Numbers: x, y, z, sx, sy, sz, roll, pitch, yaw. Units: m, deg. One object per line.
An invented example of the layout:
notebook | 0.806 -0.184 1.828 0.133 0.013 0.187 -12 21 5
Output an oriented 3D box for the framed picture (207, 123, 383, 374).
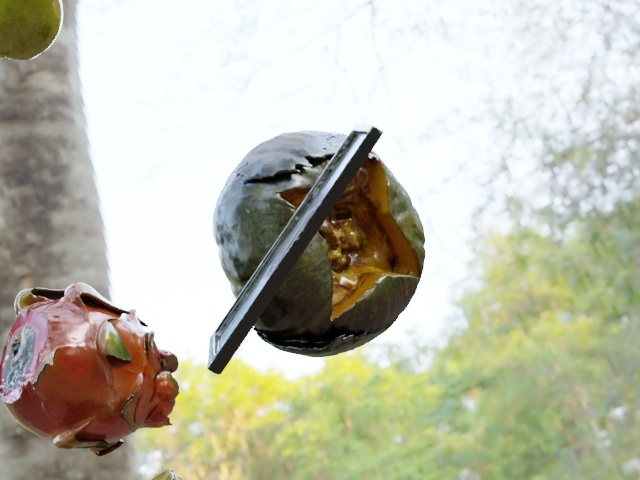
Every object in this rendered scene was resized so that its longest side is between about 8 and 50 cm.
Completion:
framed picture | -0.028 0.003 1.412 0.265 0.018 0.192 -55 4 3

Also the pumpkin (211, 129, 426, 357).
pumpkin | 0.000 0.000 2.047 0.320 0.321 0.192 -2 -8 -38

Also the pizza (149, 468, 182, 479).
pizza | -0.251 0.434 1.799 0.268 0.258 0.087 -31 -60 10

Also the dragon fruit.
dragon fruit | -0.307 0.172 1.977 0.227 0.224 0.224 18 -45 -43

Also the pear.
pear | -0.392 -0.307 1.932 0.141 0.141 0.104 -6 -18 -32
